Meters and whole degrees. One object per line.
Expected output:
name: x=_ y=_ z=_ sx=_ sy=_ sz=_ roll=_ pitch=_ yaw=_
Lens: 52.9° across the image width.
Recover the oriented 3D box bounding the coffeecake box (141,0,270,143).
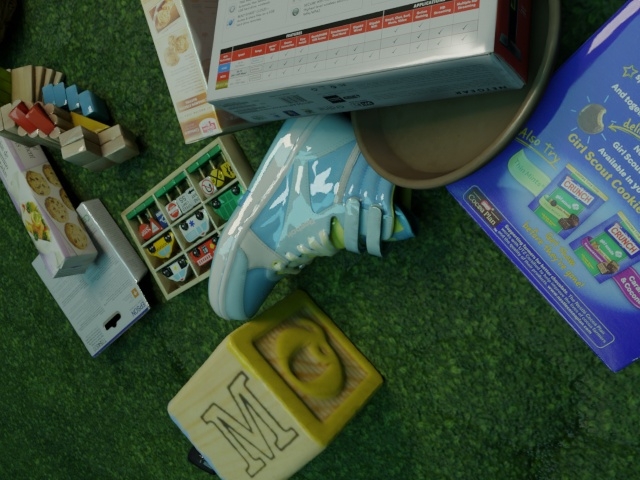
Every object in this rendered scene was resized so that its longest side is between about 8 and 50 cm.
coffeecake box: x=-0.134 y=-0.233 z=0.837 sx=0.068 sy=0.142 sz=0.185 roll=-10 pitch=101 yaw=34

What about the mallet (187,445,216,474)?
mallet: x=-0.200 y=0.325 z=1.141 sx=0.062 sy=0.039 sz=0.189 roll=14 pitch=110 yaw=24

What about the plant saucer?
plant saucer: x=0.135 y=-0.188 z=0.679 sx=0.278 sy=0.041 sz=0.277 roll=-15 pitch=70 yaw=49

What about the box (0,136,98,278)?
box: x=-0.493 y=-0.082 z=1.120 sx=0.063 sy=0.067 sz=0.324 roll=-46 pitch=68 yaw=32

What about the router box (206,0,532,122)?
router box: x=0.044 y=-0.290 z=0.655 sx=0.336 sy=0.082 sz=0.301 roll=2 pitch=82 yaw=37

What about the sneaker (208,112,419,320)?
sneaker: x=0.000 y=0.000 z=0.811 sx=0.208 sy=0.127 sz=0.319 roll=31 pitch=102 yaw=17

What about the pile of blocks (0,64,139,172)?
pile of blocks: x=-0.461 y=-0.218 z=1.032 sx=0.362 sy=0.112 sz=0.148 roll=17 pitch=86 yaw=18

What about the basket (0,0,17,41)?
basket: x=-0.647 y=-0.423 z=1.119 sx=0.299 sy=0.223 sz=0.213 roll=-28 pitch=124 yaw=35

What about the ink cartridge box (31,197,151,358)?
ink cartridge box: x=-0.408 y=0.073 z=1.170 sx=0.223 sy=0.045 sz=0.224 roll=-37 pitch=84 yaw=34

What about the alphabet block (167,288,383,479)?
alphabet block: x=-0.065 y=0.222 z=0.927 sx=0.193 sy=0.192 sz=0.197 roll=46 pitch=125 yaw=8

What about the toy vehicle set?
toy vehicle set: x=-0.192 y=-0.029 z=1.009 sx=0.267 sy=0.035 sz=0.166 roll=-29 pitch=90 yaw=35

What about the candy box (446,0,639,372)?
candy box: x=0.330 y=-0.071 z=0.621 sx=0.268 sy=0.122 sz=0.317 roll=50 pitch=126 yaw=9
